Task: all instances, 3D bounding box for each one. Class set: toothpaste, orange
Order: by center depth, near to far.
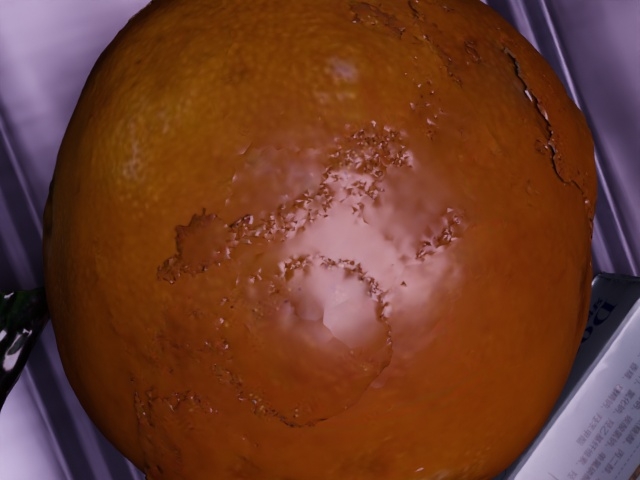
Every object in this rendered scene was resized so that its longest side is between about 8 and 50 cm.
[{"bbox_3d":[0.000,0.000,0.725,0.240,0.240,0.240,-1,93,-15],"label":"orange"},{"bbox_3d":[0.084,0.161,0.841,0.089,0.071,0.313,39,83,-11],"label":"toothpaste"}]

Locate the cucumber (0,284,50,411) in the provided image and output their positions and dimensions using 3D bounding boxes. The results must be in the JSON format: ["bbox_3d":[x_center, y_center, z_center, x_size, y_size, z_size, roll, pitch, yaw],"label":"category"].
[{"bbox_3d":[-0.198,0.127,0.762,0.077,0.077,0.265,25,86,-14],"label":"cucumber"}]
